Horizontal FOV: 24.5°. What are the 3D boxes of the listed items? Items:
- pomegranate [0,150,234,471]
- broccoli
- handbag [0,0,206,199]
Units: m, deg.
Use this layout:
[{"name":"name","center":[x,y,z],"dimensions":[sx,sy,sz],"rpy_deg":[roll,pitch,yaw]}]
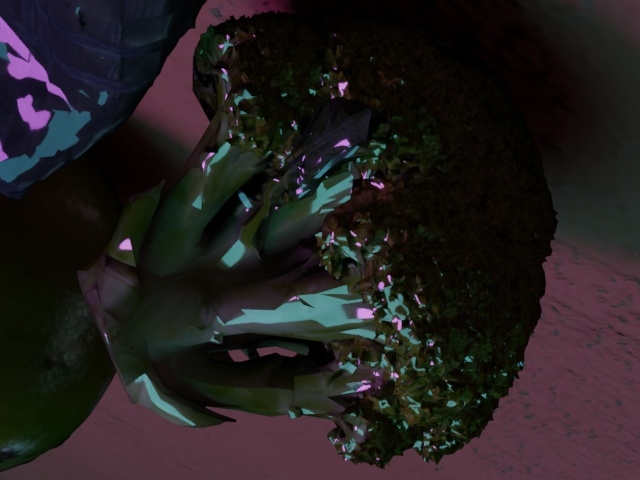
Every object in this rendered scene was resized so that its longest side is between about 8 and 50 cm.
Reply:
[{"name":"pomegranate","center":[-0.126,0.023,0.584],"dimensions":[0.205,0.159,0.159],"rpy_deg":[9,171,-27]},{"name":"broccoli","center":[0.000,0.000,0.374],"dimensions":[0.131,0.120,0.130],"rpy_deg":[-123,13,-52]},{"name":"handbag","center":[-0.132,-0.116,0.332],"dimensions":[0.270,0.089,0.175],"rpy_deg":[25,154,11]}]
